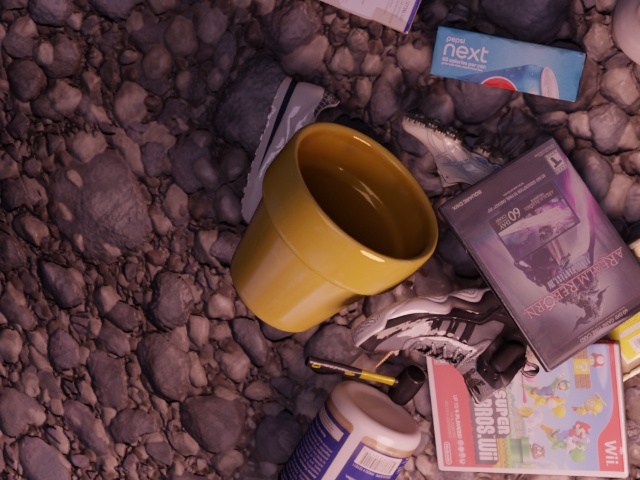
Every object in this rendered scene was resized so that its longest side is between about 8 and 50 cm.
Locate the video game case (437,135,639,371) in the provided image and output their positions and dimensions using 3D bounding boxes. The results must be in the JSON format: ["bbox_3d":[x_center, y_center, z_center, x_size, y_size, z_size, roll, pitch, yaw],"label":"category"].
[{"bbox_3d":[0.320,0.017,1.675,0.196,0.026,0.274,-32,83,-9],"label":"video game case"}]

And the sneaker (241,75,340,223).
[{"bbox_3d":[-0.050,-0.123,1.792,0.095,0.090,0.235,19,106,-4],"label":"sneaker"}]

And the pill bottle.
[{"bbox_3d":[0.024,0.357,1.807,0.153,0.153,0.265,34,105,7],"label":"pill bottle"}]

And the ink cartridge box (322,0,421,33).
[{"bbox_3d":[-0.010,-0.446,1.713,0.371,0.069,0.176,24,107,7],"label":"ink cartridge box"}]

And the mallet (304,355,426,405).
[{"bbox_3d":[0.061,0.206,1.790,0.189,0.039,0.062,10,131,-17],"label":"mallet"}]

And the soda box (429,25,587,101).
[{"bbox_3d":[0.266,-0.251,1.698,0.210,0.067,0.071,13,101,13],"label":"soda box"}]

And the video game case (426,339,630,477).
[{"bbox_3d":[0.302,0.245,1.759,0.285,0.025,0.204,-2,102,23],"label":"video game case"}]

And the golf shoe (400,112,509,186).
[{"bbox_3d":[0.184,-0.120,1.741,0.176,0.069,0.086,31,110,9],"label":"golf shoe"}]

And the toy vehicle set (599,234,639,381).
[{"bbox_3d":[0.438,0.104,1.724,0.267,0.035,0.166,-33,89,16],"label":"toy vehicle set"}]

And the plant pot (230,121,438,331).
[{"bbox_3d":[0.000,0.000,1.721,0.254,0.254,0.239,46,125,4],"label":"plant pot"}]

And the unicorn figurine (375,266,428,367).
[{"bbox_3d":[0.130,0.104,1.785,0.060,0.111,0.162,5,75,-24],"label":"unicorn figurine"}]

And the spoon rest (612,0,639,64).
[{"bbox_3d":[0.516,-0.254,1.634,0.137,0.084,0.276,-43,71,14],"label":"spoon rest"}]

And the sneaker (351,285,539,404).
[{"bbox_3d":[0.183,0.154,1.665,0.268,0.101,0.153,-9,70,-21],"label":"sneaker"}]
